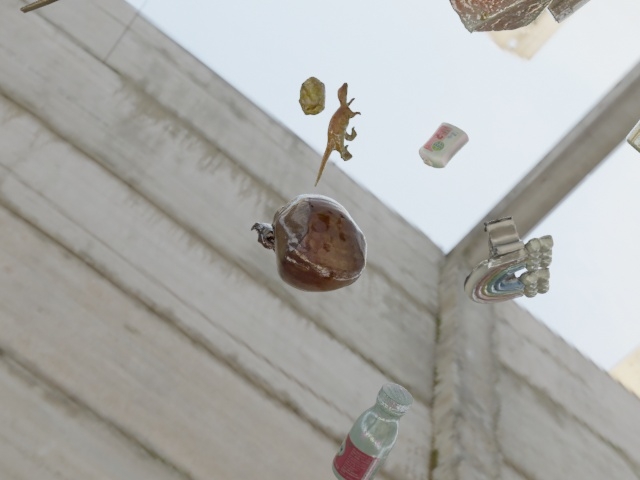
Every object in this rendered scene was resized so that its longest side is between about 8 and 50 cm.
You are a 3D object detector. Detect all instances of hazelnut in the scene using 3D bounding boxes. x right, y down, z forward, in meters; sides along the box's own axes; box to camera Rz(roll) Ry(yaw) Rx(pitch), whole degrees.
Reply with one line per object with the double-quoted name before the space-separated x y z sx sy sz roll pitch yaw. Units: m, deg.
"hazelnut" 0.000 0.000 2.231 0.218 0.218 0.234 25 -139 -32

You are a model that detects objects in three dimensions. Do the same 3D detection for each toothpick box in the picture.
"toothpick box" 0.627 -0.630 2.536 0.111 0.180 0.111 47 -162 -20

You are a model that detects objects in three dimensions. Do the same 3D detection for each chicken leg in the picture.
"chicken leg" -0.050 0.032 2.394 0.253 0.051 0.106 31 -169 -1

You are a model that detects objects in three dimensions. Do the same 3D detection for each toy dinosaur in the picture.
"toy dinosaur" 0.022 -0.194 1.876 0.039 0.162 0.126 23 153 38

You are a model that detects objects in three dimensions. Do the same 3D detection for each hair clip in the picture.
"hair clip" 0.280 0.040 1.547 0.220 0.140 0.054 73 177 -59

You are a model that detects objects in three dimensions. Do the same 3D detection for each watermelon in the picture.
"watermelon" 0.310 -0.491 1.789 0.201 0.262 0.213 -19 -98 -14

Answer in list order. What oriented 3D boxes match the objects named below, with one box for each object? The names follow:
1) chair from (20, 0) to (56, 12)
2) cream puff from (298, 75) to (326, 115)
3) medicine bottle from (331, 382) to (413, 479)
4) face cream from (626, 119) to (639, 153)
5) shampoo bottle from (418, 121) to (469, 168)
"chair" -0.440 -0.494 1.672 0.188 0.272 0.166 -5 -100 -68
"cream puff" -0.018 -0.306 2.188 0.083 0.058 0.083 -65 -31 -74
"medicine bottle" 0.104 0.382 2.023 0.090 0.217 0.090 23 -157 -10
"face cream" 0.719 -0.290 1.906 0.081 0.348 0.173 28 -163 -24
"shampoo bottle" 0.248 -0.191 2.112 0.072 0.099 0.043 32 162 36
